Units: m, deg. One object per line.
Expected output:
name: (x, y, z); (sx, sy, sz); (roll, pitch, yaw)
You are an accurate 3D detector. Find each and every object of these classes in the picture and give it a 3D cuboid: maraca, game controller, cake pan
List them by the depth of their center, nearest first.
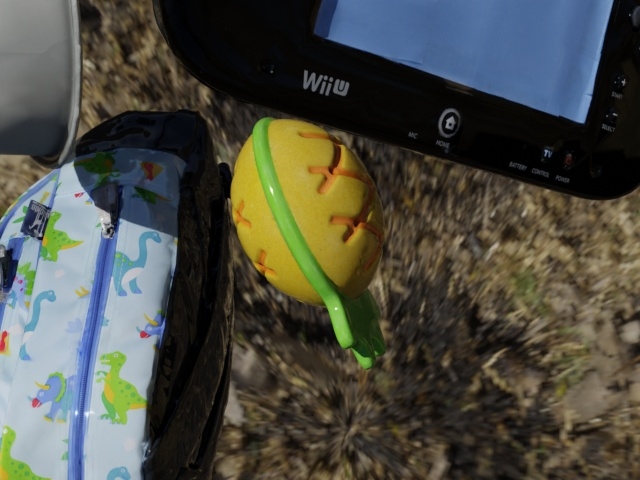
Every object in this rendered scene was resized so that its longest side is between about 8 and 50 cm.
game controller: (0.065, -0.119, 0.685); (0.319, 0.067, 0.167); (12, 84, -40)
maraca: (0.000, 0.000, 1.062); (0.099, 0.127, 0.186); (-24, 93, 18)
cake pan: (-0.237, -0.190, 1.076); (0.054, 0.293, 0.293); (-12, 82, -23)

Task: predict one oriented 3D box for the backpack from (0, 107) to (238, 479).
backpack: (-0.180, 0.108, 1.266); (0.273, 0.290, 0.356); (-5, 48, -10)
